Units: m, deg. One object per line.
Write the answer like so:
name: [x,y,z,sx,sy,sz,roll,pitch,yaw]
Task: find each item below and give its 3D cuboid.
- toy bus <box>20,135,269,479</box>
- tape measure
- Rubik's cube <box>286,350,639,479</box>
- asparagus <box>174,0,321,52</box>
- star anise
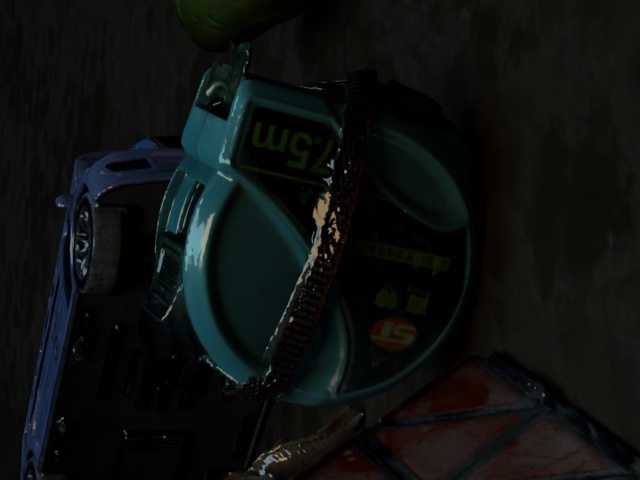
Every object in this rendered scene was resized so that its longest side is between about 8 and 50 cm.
toy bus: [-0.091,0.049,0.999,0.133,0.125,0.292,-108,27,-45]
tape measure: [0.000,0.000,0.750,0.081,0.125,0.146,31,104,65]
Rubik's cube: [0.068,0.150,0.672,0.190,0.211,0.178,-59,-39,-61]
asparagus: [0.008,-0.169,0.818,0.343,0.082,0.085,146,128,-64]
star anise: [-0.024,0.129,0.875,0.129,0.056,0.124,-52,-17,5]
